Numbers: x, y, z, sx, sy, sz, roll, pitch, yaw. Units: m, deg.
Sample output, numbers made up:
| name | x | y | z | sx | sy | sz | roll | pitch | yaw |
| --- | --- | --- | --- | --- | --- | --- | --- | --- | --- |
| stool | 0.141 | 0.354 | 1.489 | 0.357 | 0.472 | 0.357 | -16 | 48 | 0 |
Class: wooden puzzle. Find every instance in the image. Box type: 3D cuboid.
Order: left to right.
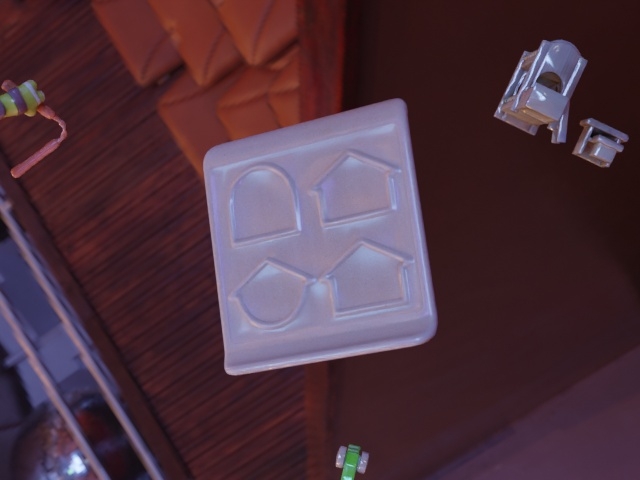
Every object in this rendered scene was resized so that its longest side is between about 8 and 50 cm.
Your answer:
| name | x | y | z | sx | sy | sz | roll | pitch | yaw |
| --- | --- | --- | --- | --- | --- | --- | --- | --- | --- |
| wooden puzzle | 0.000 | 0.000 | 1.595 | 0.080 | 0.322 | 0.347 | 23 | -121 | -62 |

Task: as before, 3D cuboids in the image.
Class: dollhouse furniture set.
| name | x | y | z | sx | sy | sz | roll | pitch | yaw |
| --- | --- | --- | --- | --- | --- | --- | --- | --- | --- |
| dollhouse furniture set | 0.313 | -0.164 | 1.339 | 0.161 | 0.101 | 0.182 | 25 | -179 | -4 |

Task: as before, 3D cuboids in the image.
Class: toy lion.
| name | x | y | z | sx | sy | sz | roll | pitch | yaw |
| --- | --- | --- | --- | --- | --- | --- | --- | --- | --- |
| toy lion | 0.027 | 0.269 | 1.234 | 0.096 | 0.034 | 0.100 | 95 | -172 | -67 |

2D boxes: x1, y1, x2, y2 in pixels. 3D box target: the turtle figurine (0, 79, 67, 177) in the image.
| name | x | y | z | sx | sy | sz | roll | pitch | yaw |
| --- | --- | --- | --- | --- | --- | --- | --- | --- | --- |
| turtle figurine | -0.372 | -0.115 | 1.018 | 0.087 | 0.270 | 0.217 | 39 | 147 | 57 |
